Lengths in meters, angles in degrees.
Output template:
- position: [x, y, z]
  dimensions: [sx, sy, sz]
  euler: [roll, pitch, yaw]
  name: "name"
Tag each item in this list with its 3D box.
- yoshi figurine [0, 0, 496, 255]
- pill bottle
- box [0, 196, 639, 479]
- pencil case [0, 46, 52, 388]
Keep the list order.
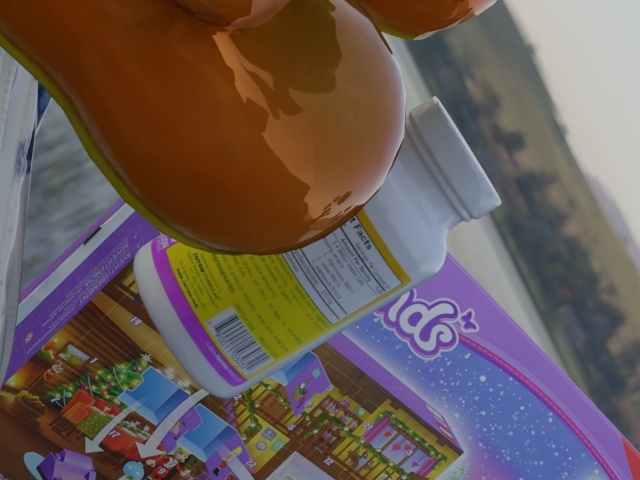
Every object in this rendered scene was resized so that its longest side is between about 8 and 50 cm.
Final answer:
- position: [0.108, -0.131, 0.279]
  dimensions: [0.203, 0.362, 0.203]
  euler: [4, 55, -43]
  name: "yoshi figurine"
- position: [0.000, 0.000, 0.421]
  dimensions: [0.043, 0.083, 0.043]
  euler: [57, 7, -11]
  name: "pill bottle"
- position: [0.007, 0.103, 0.698]
  dimensions: [0.293, 0.201, 0.057]
  euler: [47, 1, -6]
  name: "box"
- position: [-0.132, 0.072, 0.368]
  dimensions: [0.160, 0.183, 0.410]
  euler: [35, 40, -42]
  name: "pencil case"
